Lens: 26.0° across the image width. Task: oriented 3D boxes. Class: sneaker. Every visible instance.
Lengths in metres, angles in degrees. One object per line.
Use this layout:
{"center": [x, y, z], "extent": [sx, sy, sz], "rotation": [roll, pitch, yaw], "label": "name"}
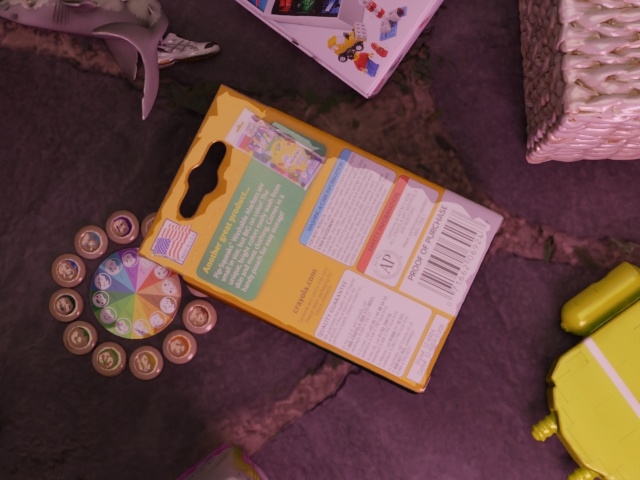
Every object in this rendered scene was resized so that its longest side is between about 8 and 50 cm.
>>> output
{"center": [-0.152, -0.211, 1.506], "extent": [0.083, 0.032, 0.037], "rotation": [-9, 83, 0], "label": "sneaker"}

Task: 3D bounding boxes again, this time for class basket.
{"center": [0.365, -0.227, 1.353], "extent": [0.331, 0.328, 0.266], "rotation": [-3, 86, 2], "label": "basket"}

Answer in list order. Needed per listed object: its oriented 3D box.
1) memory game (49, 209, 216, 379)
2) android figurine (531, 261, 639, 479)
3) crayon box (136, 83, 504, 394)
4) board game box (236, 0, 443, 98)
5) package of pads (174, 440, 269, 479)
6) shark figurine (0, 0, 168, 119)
{"center": [-0.198, 0.057, 1.482], "extent": [0.186, 0.012, 0.186], "rotation": [0, 82, 1], "label": "memory game"}
{"center": [0.348, 0.150, 1.436], "extent": [0.273, 0.056, 0.248], "rotation": [-37, 84, -4], "label": "android figurine"}
{"center": [0.000, 0.000, 1.444], "extent": [0.323, 0.083, 0.203], "rotation": [26, 83, 2], "label": "crayon box"}
{"center": [0.064, -0.328, 1.452], "extent": [0.193, 0.053, 0.305], "rotation": [38, 108, 5], "label": "board game box"}
{"center": [-0.137, 0.301, 1.306], "extent": [0.229, 0.296, 0.101], "rotation": [-37, 91, -4], "label": "package of pads"}
{"center": [-0.207, -0.213, 1.461], "extent": [0.166, 0.278, 0.116], "rotation": [-25, 124, -30], "label": "shark figurine"}
